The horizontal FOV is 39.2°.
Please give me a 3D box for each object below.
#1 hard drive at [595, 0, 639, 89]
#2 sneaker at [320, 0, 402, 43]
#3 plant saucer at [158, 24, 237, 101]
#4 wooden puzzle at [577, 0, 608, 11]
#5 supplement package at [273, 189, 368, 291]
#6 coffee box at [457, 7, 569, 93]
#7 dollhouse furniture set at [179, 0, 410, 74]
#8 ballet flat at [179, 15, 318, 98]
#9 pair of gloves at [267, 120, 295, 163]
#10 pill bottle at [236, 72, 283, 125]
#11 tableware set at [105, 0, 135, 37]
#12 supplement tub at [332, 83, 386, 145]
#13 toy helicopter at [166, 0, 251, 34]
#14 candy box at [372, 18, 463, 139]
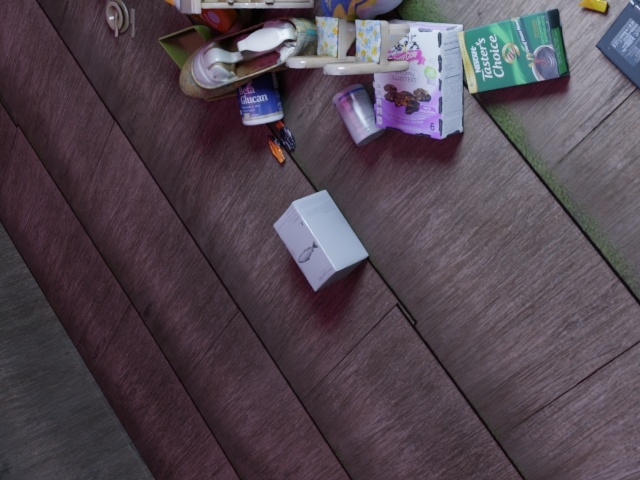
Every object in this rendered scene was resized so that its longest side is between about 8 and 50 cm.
[{"bbox_3d":[0.487,-0.280,1.340,0.135,0.022,0.094,52,138,18],"label":"hard drive"},{"bbox_3d":[0.068,-0.463,1.673,0.240,0.091,0.126,-32,82,51],"label":"sneaker"},{"bbox_3d":[-0.259,-0.410,2.050,0.188,0.045,0.188,3,136,55],"label":"plant saucer"},{"bbox_3d":[0.411,-0.411,1.372,0.078,0.014,0.116,18,120,38],"label":"wooden puzzle"},{"bbox_3d":[0.000,0.000,1.957,0.179,0.105,0.105,57,139,12],"label":"supplement package"},{"bbox_3d":[0.319,-0.312,1.500,0.184,0.040,0.113,0,108,48],"label":"coffee box"},{"bbox_3d":[-0.055,-0.481,1.553,0.394,0.256,0.362,24,118,56],"label":"dollhouse furniture set"},{"bbox_3d":[-0.164,-0.381,1.848,0.348,0.123,0.123,-13,98,22],"label":"ballet flat"},{"bbox_3d":[-0.089,-0.222,2.027,0.074,0.010,0.083,58,137,13],"label":"pair of gloves"},{"bbox_3d":[-0.140,-0.342,1.961,0.094,0.094,0.169,5,111,47],"label":"pill bottle"},{"bbox_3d":[-0.528,-0.627,2.308,0.128,0.039,0.194,34,131,34],"label":"tableware set"},{"bbox_3d":[0.076,-0.249,1.781,0.071,0.071,0.107,-35,81,50],"label":"supplement tub"},{"bbox_3d":[-0.295,-0.576,1.924,0.355,0.140,0.235,42,159,-11],"label":"toy helicopter"},{"bbox_3d":[0.176,-0.298,1.644,0.165,0.070,0.196,18,121,43],"label":"candy box"}]
